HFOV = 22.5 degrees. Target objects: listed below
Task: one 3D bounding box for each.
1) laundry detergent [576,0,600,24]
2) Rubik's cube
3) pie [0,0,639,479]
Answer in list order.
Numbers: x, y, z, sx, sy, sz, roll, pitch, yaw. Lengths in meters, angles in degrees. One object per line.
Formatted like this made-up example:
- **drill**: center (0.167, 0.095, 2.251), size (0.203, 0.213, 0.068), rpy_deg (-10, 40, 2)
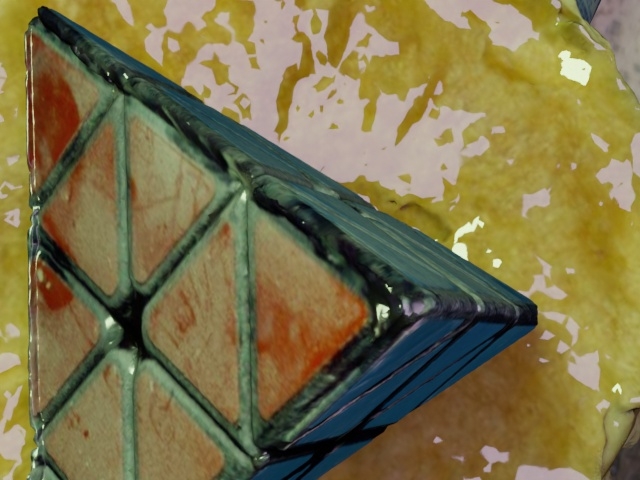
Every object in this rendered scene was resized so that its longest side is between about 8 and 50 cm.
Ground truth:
- **laundry detergent**: center (0.100, -0.128, 0.761), size (0.097, 0.061, 0.206), rpy_deg (42, 73, -40)
- **Rubik's cube**: center (0.000, 0.000, 0.536), size (0.178, 0.211, 0.190), rpy_deg (-1, 61, -42)
- **pie**: center (-0.012, 0.009, 0.600), size (0.340, 0.083, 0.339), rpy_deg (1, 86, -18)
